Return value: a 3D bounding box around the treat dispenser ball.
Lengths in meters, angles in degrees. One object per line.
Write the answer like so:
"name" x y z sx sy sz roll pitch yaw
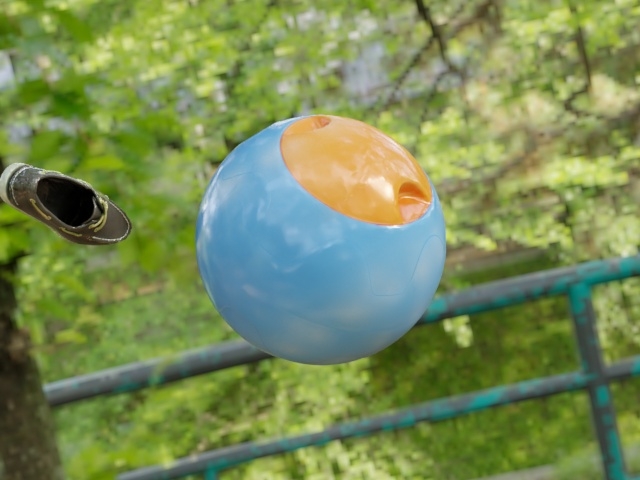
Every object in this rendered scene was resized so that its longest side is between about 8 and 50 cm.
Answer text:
"treat dispenser ball" 0.000 0.000 1.748 0.288 0.288 0.288 -12 6 1

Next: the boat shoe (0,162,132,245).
"boat shoe" -0.334 -0.041 2.075 0.068 0.081 0.227 12 -9 40
